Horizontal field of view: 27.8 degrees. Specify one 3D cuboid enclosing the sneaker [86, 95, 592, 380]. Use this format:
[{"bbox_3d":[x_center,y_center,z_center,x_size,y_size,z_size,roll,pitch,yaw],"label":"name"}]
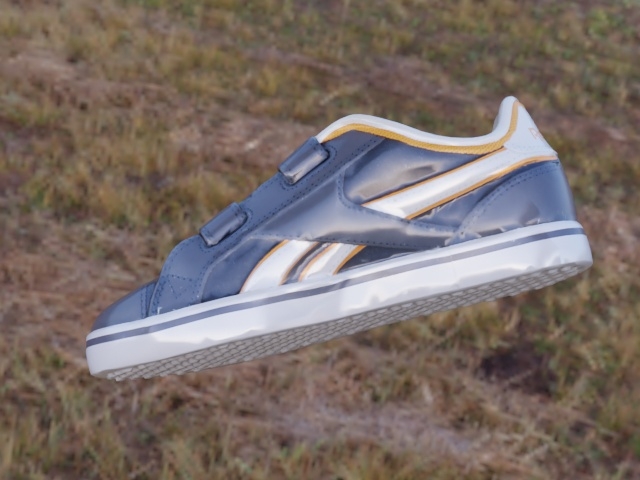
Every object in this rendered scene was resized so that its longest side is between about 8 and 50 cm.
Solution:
[{"bbox_3d":[0.000,0.000,0.824,0.321,0.127,0.126,-15,-10,1],"label":"sneaker"}]
